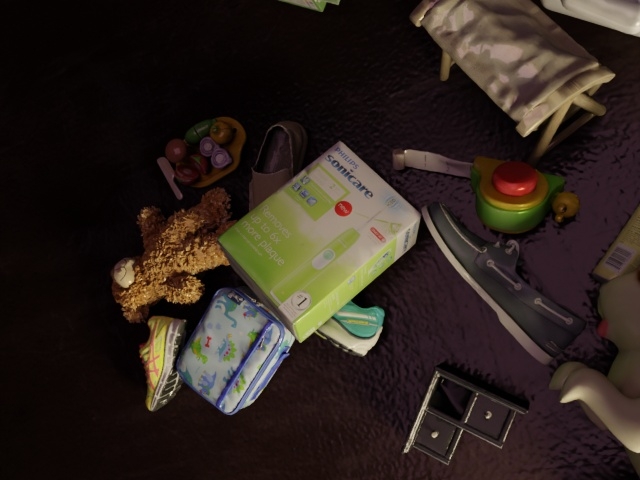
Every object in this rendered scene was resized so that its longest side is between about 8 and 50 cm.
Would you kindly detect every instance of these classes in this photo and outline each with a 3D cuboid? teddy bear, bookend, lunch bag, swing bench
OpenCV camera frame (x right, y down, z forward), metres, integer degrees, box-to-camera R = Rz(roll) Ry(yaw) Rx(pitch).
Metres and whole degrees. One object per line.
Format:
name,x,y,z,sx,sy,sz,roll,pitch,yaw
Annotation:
teddy bear,-0.302,0.027,1.192,0.338,0.113,0.245,-16,76,19
bookend,0.238,0.308,0.964,0.156,0.072,0.157,24,93,22
lunch bag,-0.161,0.210,1.128,0.176,0.090,0.219,37,99,18
swing bench,0.301,-0.272,0.906,0.165,0.254,0.253,-41,72,13

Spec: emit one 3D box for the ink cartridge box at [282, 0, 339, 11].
ink cartridge box,-0.026,-0.532,1.170,0.209,0.062,0.109,23,93,22

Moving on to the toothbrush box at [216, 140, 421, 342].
toothbrush box,0.000,0.000,1.015,0.283,0.122,0.206,-38,69,-14

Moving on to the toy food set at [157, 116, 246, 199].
toy food set,-0.259,-0.181,1.219,0.218,0.071,0.128,-29,74,17

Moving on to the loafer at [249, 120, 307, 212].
loafer,-0.093,-0.108,1.133,0.102,0.092,0.268,6,86,22

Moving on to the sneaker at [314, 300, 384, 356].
sneaker,-0.008,0.109,1.087,0.275,0.107,0.110,29,76,17

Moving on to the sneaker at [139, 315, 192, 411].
sneaker,-0.325,0.243,1.180,0.094,0.081,0.208,19,100,16

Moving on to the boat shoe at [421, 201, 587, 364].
boat shoe,0.293,0.047,0.947,0.099,0.116,0.319,-42,79,19

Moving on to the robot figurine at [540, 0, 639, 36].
robot figurine,0.478,-0.423,0.881,0.353,0.200,0.300,28,69,22

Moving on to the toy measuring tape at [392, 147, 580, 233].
toy measuring tape,0.256,-0.083,0.976,0.330,0.121,0.121,16,90,25

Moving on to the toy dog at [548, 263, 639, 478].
toy dog,0.503,0.204,0.758,0.395,0.284,0.408,-13,75,27

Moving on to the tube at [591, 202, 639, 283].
tube,0.519,-0.026,0.903,0.070,0.062,0.240,34,93,-22
